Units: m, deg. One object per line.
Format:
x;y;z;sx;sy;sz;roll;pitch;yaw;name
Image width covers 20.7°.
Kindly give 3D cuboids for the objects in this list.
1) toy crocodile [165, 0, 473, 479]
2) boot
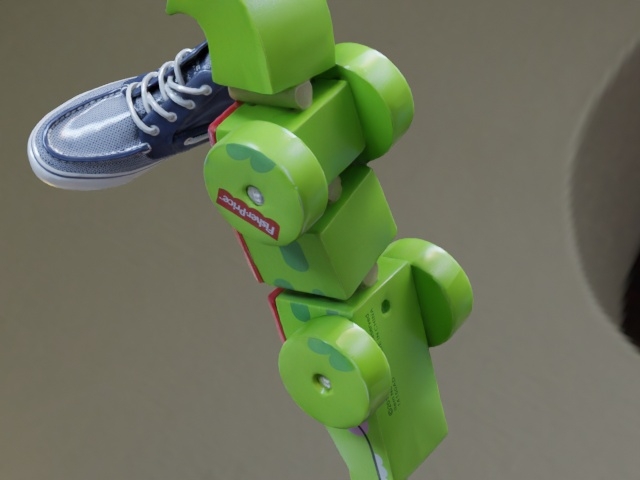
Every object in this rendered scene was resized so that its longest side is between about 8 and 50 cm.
0.000;0.000;0.988;0.115;0.105;0.340;-46;-51;-37;toy crocodile
-0.096;-0.093;1.112;0.190;0.069;0.086;-20;-19;-14;boot
